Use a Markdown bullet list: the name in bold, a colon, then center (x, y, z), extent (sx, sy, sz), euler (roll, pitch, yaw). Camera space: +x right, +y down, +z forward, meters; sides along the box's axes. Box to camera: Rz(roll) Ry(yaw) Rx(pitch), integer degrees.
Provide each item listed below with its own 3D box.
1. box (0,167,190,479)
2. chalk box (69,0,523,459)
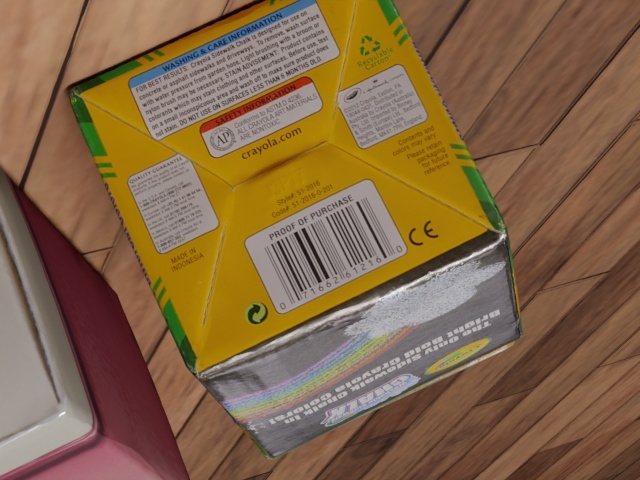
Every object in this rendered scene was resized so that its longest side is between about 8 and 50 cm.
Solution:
- **box**: center (-0.161, 0.071, 0.762), extent (0.148, 0.127, 0.232), euler (-24, 161, 1)
- **chalk box**: center (0.000, 0.000, 0.766), extent (0.132, 0.132, 0.213), euler (-25, 162, -1)
